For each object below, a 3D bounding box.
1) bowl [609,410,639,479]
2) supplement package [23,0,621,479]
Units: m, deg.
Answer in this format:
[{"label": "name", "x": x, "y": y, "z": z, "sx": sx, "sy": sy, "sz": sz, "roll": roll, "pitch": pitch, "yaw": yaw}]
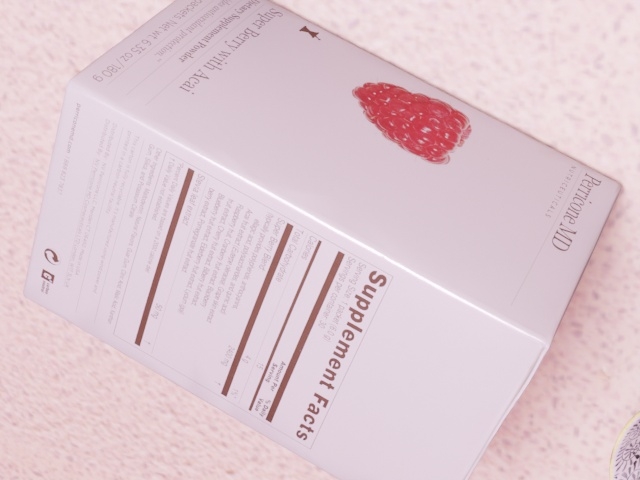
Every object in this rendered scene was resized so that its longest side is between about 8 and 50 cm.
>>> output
[{"label": "bowl", "x": 0.271, "y": 0.134, "z": 0.782, "sx": 0.170, "sy": 0.080, "sz": 0.170, "roll": 14, "pitch": 127, "yaw": 19}, {"label": "supplement package", "x": 0.000, "y": 0.000, "z": 0.770, "sx": 0.293, "sy": 0.177, "sz": 0.175, "roll": 29, "pitch": 130, "yaw": 7}]
